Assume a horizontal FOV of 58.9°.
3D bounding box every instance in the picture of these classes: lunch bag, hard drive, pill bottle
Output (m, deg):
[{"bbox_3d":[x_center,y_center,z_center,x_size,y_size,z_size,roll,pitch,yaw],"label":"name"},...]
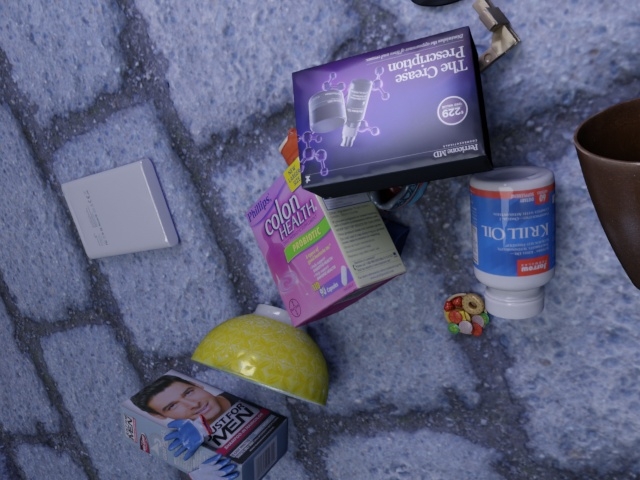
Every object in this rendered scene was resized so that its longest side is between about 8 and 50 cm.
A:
[{"bbox_3d":[0.112,0.010,1.034,0.065,0.067,0.098,27,122,21],"label":"lunch bag"},{"bbox_3d":[-0.499,-0.070,1.399,0.319,0.040,0.210,-8,105,34],"label":"hard drive"},{"bbox_3d":[0.299,0.003,0.880,0.124,0.124,0.221,2,110,31],"label":"pill bottle"}]

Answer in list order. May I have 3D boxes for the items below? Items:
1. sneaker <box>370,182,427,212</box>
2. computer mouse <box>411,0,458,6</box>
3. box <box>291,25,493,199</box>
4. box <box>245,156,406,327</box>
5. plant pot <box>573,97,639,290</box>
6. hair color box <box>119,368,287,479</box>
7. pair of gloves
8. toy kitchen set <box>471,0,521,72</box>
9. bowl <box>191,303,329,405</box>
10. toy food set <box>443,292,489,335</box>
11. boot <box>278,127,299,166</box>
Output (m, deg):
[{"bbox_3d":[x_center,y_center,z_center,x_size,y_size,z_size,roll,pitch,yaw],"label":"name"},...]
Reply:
[{"bbox_3d":[0.138,-0.163,0.913,0.104,0.125,0.261,17,117,25],"label":"sneaker"},{"bbox_3d":[0.233,-0.399,0.813,0.242,0.041,0.071,-10,102,34],"label":"computer mouse"},{"bbox_3d":[0.101,-0.174,0.822,0.261,0.103,0.184,-9,84,21],"label":"box"},{"bbox_3d":[0.000,0.000,1.011,0.213,0.117,0.242,-38,72,49],"label":"box"},{"bbox_3d":[0.454,-0.045,0.733,0.216,0.215,0.230,0,123,32],"label":"plant pot"},{"bbox_3d":[-0.287,0.462,1.389,0.375,0.185,0.113,13,114,27],"label":"hair color box"},{"bbox_3d":[-0.265,0.478,1.254,0.159,0.023,0.198,-35,85,34],"label":"pair of gloves"},{"bbox_3d":[0.234,-0.301,0.833,0.075,0.068,0.083,-38,86,36],"label":"toy kitchen set"},{"bbox_3d":[-0.104,0.224,1.179,0.290,0.289,0.156,10,72,29],"label":"bowl"},{"bbox_3d":[0.261,0.134,1.019,0.083,0.020,0.082,-10,103,34],"label":"toy food set"},{"bbox_3d":[-0.021,-0.191,1.045,0.084,0.059,0.158,51,127,11],"label":"boot"}]
